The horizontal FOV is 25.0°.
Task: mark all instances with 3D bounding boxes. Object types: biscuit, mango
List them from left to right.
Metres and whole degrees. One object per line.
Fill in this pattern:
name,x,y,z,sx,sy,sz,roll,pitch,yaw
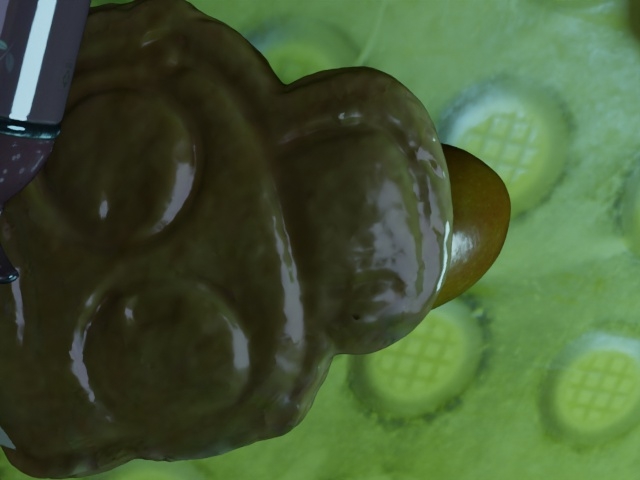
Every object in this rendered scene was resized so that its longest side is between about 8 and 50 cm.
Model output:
biscuit,-0.110,0.000,0.829,0.376,0.051,0.269,-12,95,13
mango,0.000,0.000,0.897,0.253,0.138,0.113,-11,115,-10

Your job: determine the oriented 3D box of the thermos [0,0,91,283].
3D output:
thermos,-0.185,-0.139,0.748,0.136,0.109,0.330,12,98,-20

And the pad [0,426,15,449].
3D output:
pad,-0.271,0.030,0.821,0.004,0.156,0.232,-48,126,-31
